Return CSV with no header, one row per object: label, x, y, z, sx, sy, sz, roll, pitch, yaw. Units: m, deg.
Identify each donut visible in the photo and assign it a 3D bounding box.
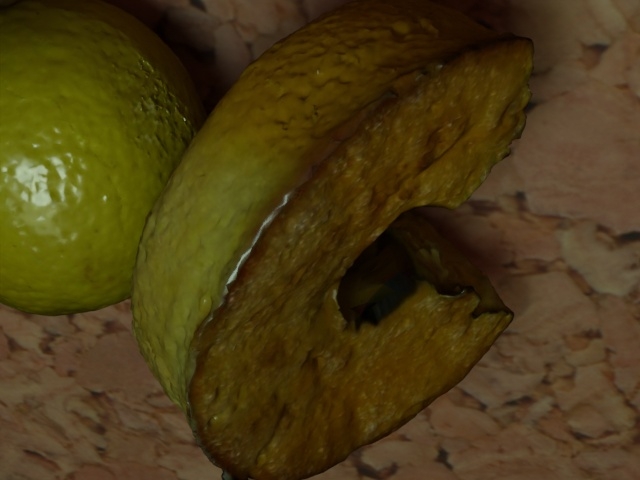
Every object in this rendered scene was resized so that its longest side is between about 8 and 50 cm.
donut,0.000,0.000,1.416,0.163,0.378,0.435,40,143,32

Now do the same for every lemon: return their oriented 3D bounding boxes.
lemon,-0.225,-0.071,1.456,0.293,0.293,0.293,7,132,8
